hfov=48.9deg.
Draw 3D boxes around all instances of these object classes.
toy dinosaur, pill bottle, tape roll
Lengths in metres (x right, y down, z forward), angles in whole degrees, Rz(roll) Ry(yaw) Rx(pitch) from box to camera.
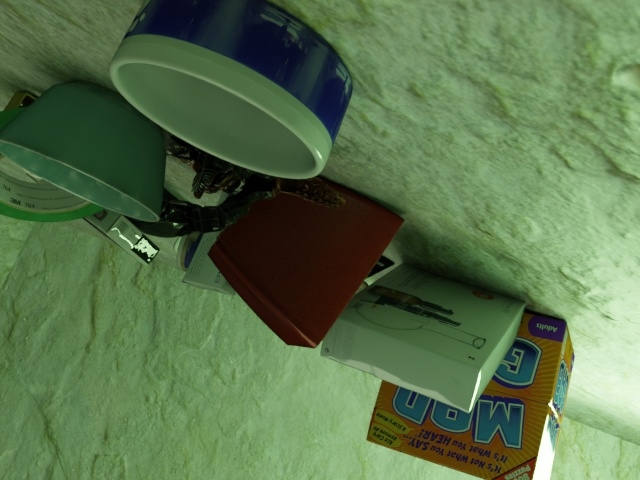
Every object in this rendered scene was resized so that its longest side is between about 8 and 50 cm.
[{"bbox_3d":[-0.116,-0.115,1.060,0.322,0.164,0.218,-3,-165,34],"label":"toy dinosaur"},{"bbox_3d":[-0.257,0.053,1.985,0.264,0.153,0.153,19,168,12],"label":"pill bottle"},{"bbox_3d":[-0.581,-0.151,1.486,0.321,0.077,0.321,-8,151,-5],"label":"tape roll"}]

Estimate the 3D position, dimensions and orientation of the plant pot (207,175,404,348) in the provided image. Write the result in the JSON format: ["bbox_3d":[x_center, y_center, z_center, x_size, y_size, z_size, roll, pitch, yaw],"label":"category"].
[{"bbox_3d":[-0.052,0.014,1.263,0.236,0.267,0.267,37,167,-7],"label":"plant pot"}]

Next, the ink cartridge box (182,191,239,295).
[{"bbox_3d":[-0.216,0.000,1.530,0.045,0.223,0.224,32,164,-36],"label":"ink cartridge box"}]

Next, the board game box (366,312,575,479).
[{"bbox_3d":[0.367,0.360,1.641,0.356,0.356,0.356,11,165,26],"label":"board game box"}]

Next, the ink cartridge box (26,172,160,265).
[{"bbox_3d":[-0.575,-0.073,1.771,0.371,0.069,0.176,28,165,32],"label":"ink cartridge box"}]

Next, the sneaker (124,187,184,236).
[{"bbox_3d":[-0.438,-0.093,1.764,0.139,0.125,0.341,13,165,42],"label":"sneaker"}]

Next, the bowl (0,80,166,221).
[{"bbox_3d":[-0.401,-0.170,1.266,0.311,0.163,0.311,22,168,5],"label":"bowl"}]

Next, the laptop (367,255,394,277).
[{"bbox_3d":[0.000,0.000,1.643,0.234,0.136,0.264,30,-168,-30],"label":"laptop"}]

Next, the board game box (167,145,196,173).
[{"bbox_3d":[-0.216,-0.150,1.343,0.103,0.026,0.154,31,166,-33],"label":"board game box"}]

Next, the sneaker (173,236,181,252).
[{"bbox_3d":[-0.380,0.046,2.335,0.163,0.086,0.226,31,180,16],"label":"sneaker"}]

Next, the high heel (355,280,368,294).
[{"bbox_3d":[0.069,0.121,1.949,0.261,0.093,0.186,0,174,42],"label":"high heel"}]

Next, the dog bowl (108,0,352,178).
[{"bbox_3d":[-0.100,-0.177,0.817,0.265,0.104,0.265,22,169,5],"label":"dog bowl"}]

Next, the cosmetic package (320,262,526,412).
[{"bbox_3d":[0.212,0.167,1.358,0.284,0.097,0.377,20,-160,22],"label":"cosmetic package"}]

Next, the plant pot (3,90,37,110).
[{"bbox_3d":[-0.620,-0.263,1.475,0.083,0.081,0.081,27,174,40],"label":"plant pot"}]

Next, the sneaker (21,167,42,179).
[{"bbox_3d":[-0.774,-0.187,2.066,0.212,0.080,0.094,48,-166,-23],"label":"sneaker"}]
